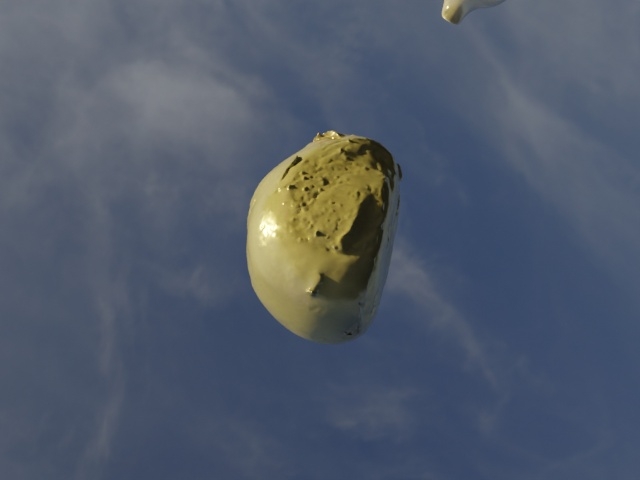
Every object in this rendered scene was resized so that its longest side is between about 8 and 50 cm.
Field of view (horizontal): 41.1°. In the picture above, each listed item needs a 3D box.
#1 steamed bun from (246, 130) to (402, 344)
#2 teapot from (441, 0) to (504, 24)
[{"bbox_3d":[0.000,0.000,0.540,0.091,0.112,0.129,9,-118,10],"label":"steamed bun"},{"bbox_3d":[0.259,-0.453,1.382,0.145,0.092,0.226,32,-119,-10],"label":"teapot"}]
